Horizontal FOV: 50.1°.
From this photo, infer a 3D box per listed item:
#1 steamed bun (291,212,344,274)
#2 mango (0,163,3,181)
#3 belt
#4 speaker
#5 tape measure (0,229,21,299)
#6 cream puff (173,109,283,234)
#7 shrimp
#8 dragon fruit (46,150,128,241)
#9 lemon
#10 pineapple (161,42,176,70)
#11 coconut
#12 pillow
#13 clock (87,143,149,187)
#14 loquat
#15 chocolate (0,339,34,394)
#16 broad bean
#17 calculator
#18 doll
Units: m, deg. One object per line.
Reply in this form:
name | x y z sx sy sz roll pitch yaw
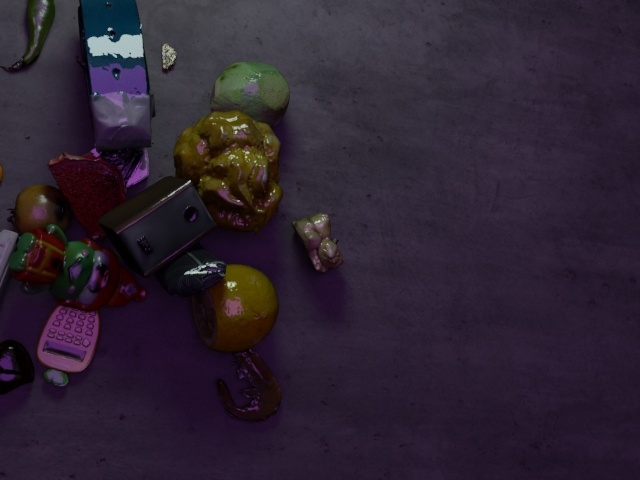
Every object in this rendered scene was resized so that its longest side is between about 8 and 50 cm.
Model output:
steamed bun | 0.000 0.000 1.950 0.106 0.192 0.177 -29 83 -2
mango | -0.864 -0.184 1.792 0.060 0.046 0.089 -17 102 -15
belt | -0.534 -0.439 1.772 0.173 0.300 0.437 -11 71 -18
speaker | -0.415 -0.042 1.749 0.231 0.192 0.153 -38 117 -23
tape measure | -0.897 0.081 1.712 0.265 0.130 0.258 17 77 -9
cream puff | -0.238 -0.165 1.819 0.291 0.324 0.257 -6 45 -11
shrimp | -0.216 0.403 1.918 0.173 0.058 0.253 -43 98 -8
dragon fruit | -0.587 -0.143 1.792 0.161 0.126 0.274 -23 128 -7
lemon | -0.218 0.177 1.844 0.219 0.240 0.240 -9 87 -31
pineapple | -0.435 -0.527 1.967 0.045 0.019 0.083 2 81 -13
coconut | -0.206 -0.403 1.930 0.236 0.236 0.204 -55 132 -14
pillow | -0.350 0.065 1.776 0.161 0.335 0.093 -34 117 -14
clock | -0.551 -0.220 1.877 0.172 0.064 0.198 29 78 -11
loquat | -0.723 -0.071 1.771 0.163 0.137 0.163 -3 96 -28
chocolate | -0.794 0.336 1.737 0.125 0.080 0.149 32 75 -10
broad bean | -0.777 -0.605 1.856 0.098 0.056 0.318 22 80 -14
calculator | -0.665 0.267 1.807 0.146 0.032 0.235 19 78 -13
doll | -0.612 0.090 1.767 0.363 0.160 0.183 26 71 -34
